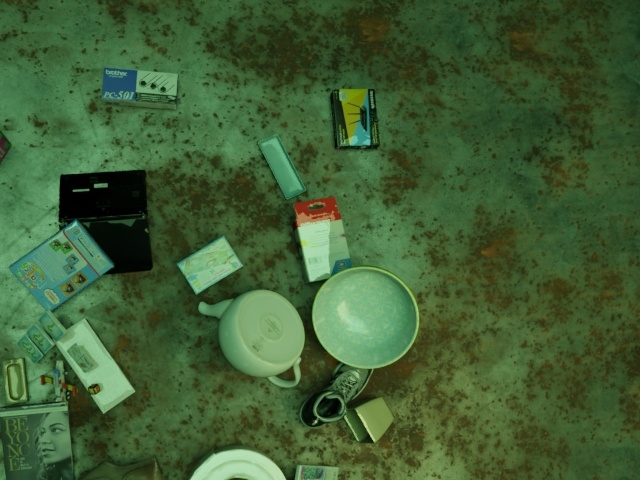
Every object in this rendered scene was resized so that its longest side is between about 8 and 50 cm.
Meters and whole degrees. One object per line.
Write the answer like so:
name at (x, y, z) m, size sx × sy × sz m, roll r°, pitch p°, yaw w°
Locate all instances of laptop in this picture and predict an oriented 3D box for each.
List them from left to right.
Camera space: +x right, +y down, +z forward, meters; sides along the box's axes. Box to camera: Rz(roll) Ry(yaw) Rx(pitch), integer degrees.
laptop at (-0.596, -0.052, 1.902) m, size 0.234 × 0.136 × 0.264 m, roll -5°, pitch 56°, yaw -12°

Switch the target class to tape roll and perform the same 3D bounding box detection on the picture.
tape roll at (-0.225, 0.690, 1.808) m, size 0.286 × 0.100 × 0.286 m, roll 2°, pitch 81°, yaw -10°

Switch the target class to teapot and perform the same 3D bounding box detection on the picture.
teapot at (-0.177, 0.268, 1.849) m, size 0.253 × 0.187 × 0.255 m, roll 6°, pitch 60°, yaw -37°

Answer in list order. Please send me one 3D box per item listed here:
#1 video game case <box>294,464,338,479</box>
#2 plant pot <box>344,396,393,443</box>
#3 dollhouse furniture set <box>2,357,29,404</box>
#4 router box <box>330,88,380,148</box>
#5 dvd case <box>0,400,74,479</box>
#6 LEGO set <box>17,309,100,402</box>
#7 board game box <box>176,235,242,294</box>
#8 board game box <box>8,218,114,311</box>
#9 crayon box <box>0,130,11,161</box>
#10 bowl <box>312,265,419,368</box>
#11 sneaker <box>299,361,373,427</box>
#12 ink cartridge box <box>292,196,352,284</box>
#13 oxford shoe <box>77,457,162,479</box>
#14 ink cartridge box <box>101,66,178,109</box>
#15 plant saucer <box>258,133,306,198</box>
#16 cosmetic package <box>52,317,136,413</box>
video game case at (-0.018, 0.692, 1.853) m, size 0.143 × 0.019 × 0.157 m, roll 18°, pitch 76°, yaw -38°
plant pot at (0.138, 0.495, 1.910) m, size 0.096 × 0.109 × 0.109 m, roll -28°, pitch 87°, yaw -26°
dollhouse furniture set at (-0.836, 0.381, 1.728) m, size 0.151 × 0.123 × 0.144 m, roll -8°, pitch 83°, yaw -12°
router box at (0.105, -0.367, 2.069) m, size 0.133 × 0.046 × 0.178 m, roll -4°, pitch 82°, yaw -11°
dvd case at (-0.725, 0.524, 1.747) m, size 0.165 × 0.018 × 0.221 m, roll -3°, pitch 99°, yaw -11°
LEGO set at (-0.678, 0.322, 1.753) m, size 0.182 × 0.060 × 0.244 m, roll -39°, pitch 91°, yaw 31°
board game box at (-0.312, 0.070, 1.928) m, size 0.154 × 0.026 × 0.103 m, roll -32°, pitch 88°, yaw -14°
board game box at (-0.685, 0.068, 1.812) m, size 0.212 × 0.039 × 0.160 m, roll -36°, pitch 108°, yaw -6°
crayon box at (-0.978, -0.324, 1.693) m, size 0.313 × 0.363 × 0.106 m, roll 25°, pitch 77°, yaw -6°
bowl at (0.132, 0.196, 1.909) m, size 0.290 × 0.156 × 0.289 m, roll 2°, pitch 101°, yaw 10°
sneaker at (0.061, 0.416, 1.878) m, size 0.268 × 0.153 × 0.101 m, roll -43°, pitch 91°, yaw -14°
ink cartridge box at (0.000, 0.000, 1.973) m, size 0.134 × 0.078 × 0.230 m, roll -10°, pitch 83°, yaw -13°
oxford shoe at (-0.584, 0.650, 1.755) m, size 0.364 × 0.130 × 0.132 m, roll -9°, pitch 50°, yaw -5°
ink cartridge box at (-0.517, -0.436, 1.962) m, size 0.207 × 0.046 × 0.097 m, roll 3°, pitch 79°, yaw -10°
plant saucer at (-0.114, -0.217, 2.018) m, size 0.067 × 0.018 × 0.192 m, roll -26°, pitch 86°, yaw -14°
cosmetic package at (-0.599, 0.332, 1.814) m, size 0.099 × 0.060 × 0.239 m, roll -34°, pitch 88°, yaw -16°
